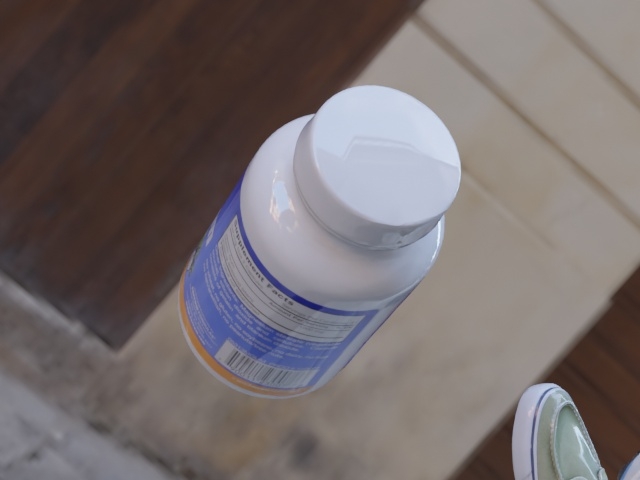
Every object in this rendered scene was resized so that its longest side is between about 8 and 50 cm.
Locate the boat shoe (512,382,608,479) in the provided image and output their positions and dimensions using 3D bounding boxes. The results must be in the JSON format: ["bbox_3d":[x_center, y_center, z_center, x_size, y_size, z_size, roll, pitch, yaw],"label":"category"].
[{"bbox_3d":[0.296,0.308,2.167,0.109,0.302,0.094,-13,2,-44],"label":"boat shoe"}]

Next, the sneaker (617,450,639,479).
[{"bbox_3d":[0.310,0.183,1.534,0.086,0.237,0.085,46,9,39],"label":"sneaker"}]

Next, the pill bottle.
[{"bbox_3d":[0.000,0.000,1.413,0.152,0.152,0.272,42,-34,3],"label":"pill bottle"}]
